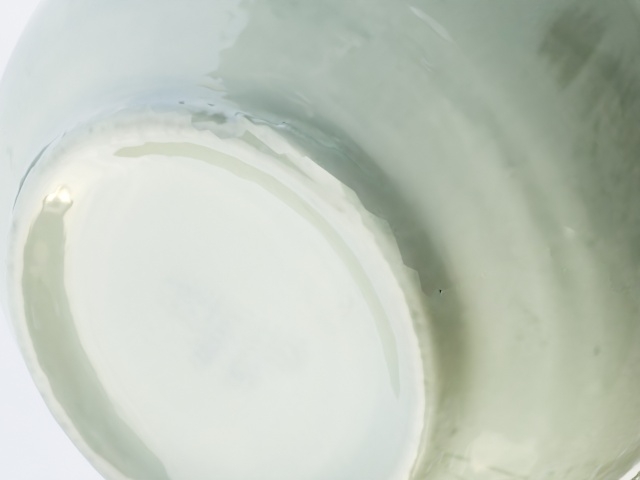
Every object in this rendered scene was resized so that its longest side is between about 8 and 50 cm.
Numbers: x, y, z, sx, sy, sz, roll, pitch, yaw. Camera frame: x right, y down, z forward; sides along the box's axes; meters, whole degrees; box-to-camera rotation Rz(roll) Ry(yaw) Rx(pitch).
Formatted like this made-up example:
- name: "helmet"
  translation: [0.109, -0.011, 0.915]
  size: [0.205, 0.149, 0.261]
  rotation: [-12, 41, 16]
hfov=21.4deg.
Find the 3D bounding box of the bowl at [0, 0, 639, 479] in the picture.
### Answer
- name: "bowl"
  translation: [0.000, 0.000, 0.615]
  size: [0.163, 0.307, 0.307]
  rotation: [-40, -60, -52]
